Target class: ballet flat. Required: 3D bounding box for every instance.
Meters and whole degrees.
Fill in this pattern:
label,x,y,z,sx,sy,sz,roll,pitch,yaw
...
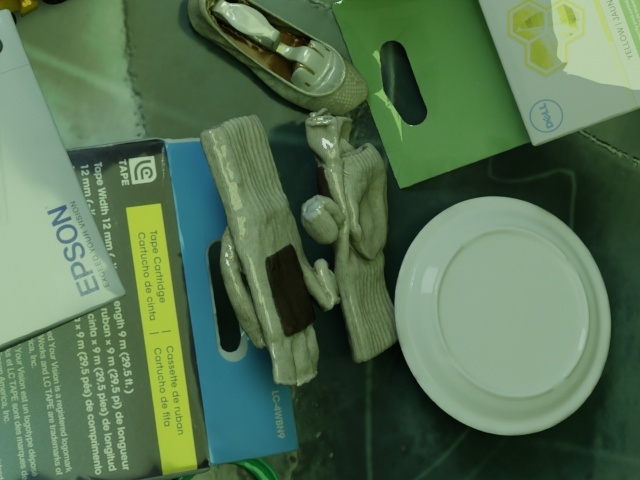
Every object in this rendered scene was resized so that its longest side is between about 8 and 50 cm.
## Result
label,x,y,z,sx,sy,sz,roll,pitch,yaw
ballet flat,-0.032,-0.150,1.267,0.168,0.052,0.057,27,81,-15

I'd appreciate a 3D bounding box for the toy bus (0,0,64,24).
label,x,y,z,sx,sy,sz,roll,pitch,yaw
toy bus,-0.233,-0.231,1.128,0.220,0.211,0.149,-36,100,-13

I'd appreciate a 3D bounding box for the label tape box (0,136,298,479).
label,x,y,z,sx,sy,sz,roll,pitch,yaw
label tape box,-0.210,0.062,1.178,0.347,0.115,0.249,-8,89,-19

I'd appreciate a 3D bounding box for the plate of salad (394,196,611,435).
label,x,y,z,sx,sy,sz,roll,pitch,yaw
plate of salad,0.150,0.063,1.319,0.199,0.048,0.200,5,77,-20

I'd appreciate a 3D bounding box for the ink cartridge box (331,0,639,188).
label,x,y,z,sx,sy,sz,roll,pitch,yaw
ink cartridge box,0.143,-0.155,1.270,0.235,0.056,0.171,-20,94,8

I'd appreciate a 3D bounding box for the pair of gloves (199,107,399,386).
label,x,y,z,sx,sy,sz,roll,pitch,yaw
pair of gloves,0.000,0.000,1.207,0.240,0.042,0.204,-11,91,-61

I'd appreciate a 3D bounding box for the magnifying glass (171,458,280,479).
label,x,y,z,sx,sy,sz,roll,pitch,yaw
magnifying glass,-0.126,0.252,1.244,0.231,0.026,0.092,-39,100,-16

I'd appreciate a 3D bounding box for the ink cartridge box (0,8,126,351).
label,x,y,z,sx,sy,sz,roll,pitch,yaw
ink cartridge box,-0.276,-0.020,1.081,0.224,0.045,0.223,-23,91,-17
